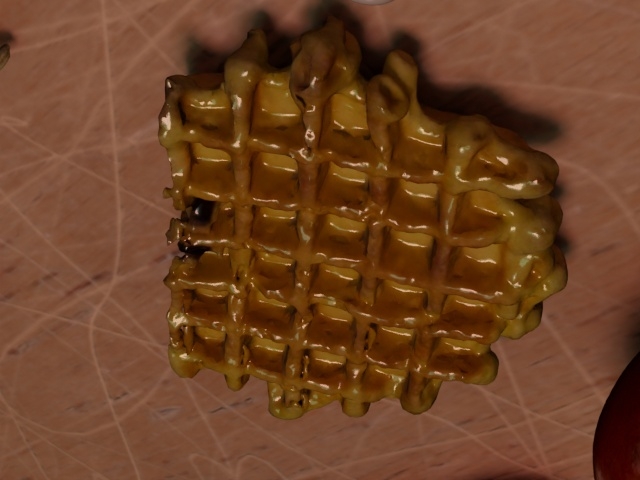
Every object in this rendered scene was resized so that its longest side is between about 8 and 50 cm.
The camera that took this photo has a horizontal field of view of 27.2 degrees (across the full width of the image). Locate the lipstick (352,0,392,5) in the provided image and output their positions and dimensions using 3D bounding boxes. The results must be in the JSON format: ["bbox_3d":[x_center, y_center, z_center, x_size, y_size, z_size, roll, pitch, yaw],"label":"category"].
[{"bbox_3d":[0.030,-0.171,0.597,0.040,0.040,0.141,14,137,6],"label":"lipstick"}]

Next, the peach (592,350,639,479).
[{"bbox_3d":[0.240,0.125,0.717,0.197,0.197,0.197,10,137,10],"label":"peach"}]

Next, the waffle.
[{"bbox_3d":[0.001,-0.001,0.770,0.309,0.065,0.283,-27,123,35],"label":"waffle"}]

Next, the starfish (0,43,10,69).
[{"bbox_3d":[-0.280,-0.135,0.731,0.216,0.050,0.224,4,120,-10],"label":"starfish"}]
